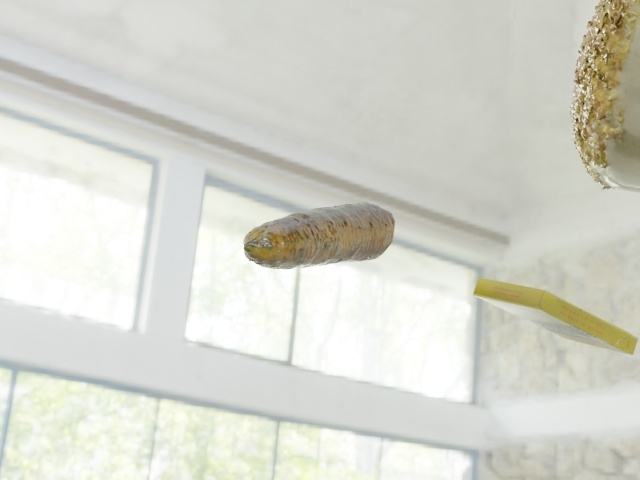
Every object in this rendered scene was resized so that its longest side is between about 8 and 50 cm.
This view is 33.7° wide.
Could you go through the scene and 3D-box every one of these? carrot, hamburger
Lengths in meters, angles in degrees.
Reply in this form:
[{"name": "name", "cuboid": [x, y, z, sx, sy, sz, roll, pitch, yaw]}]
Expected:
[{"name": "carrot", "cuboid": [0.000, 0.000, 1.029, 0.066, 0.066, 0.314, -2, 4, 23]}, {"name": "hamburger", "cuboid": [0.370, -0.182, 1.127, 0.179, 0.276, 0.294, 22, 27, 31]}]

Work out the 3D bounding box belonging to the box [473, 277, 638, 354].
[{"name": "box", "cuboid": [0.230, 0.074, 1.030, 0.155, 0.023, 0.087, 25, -11, -36]}]
